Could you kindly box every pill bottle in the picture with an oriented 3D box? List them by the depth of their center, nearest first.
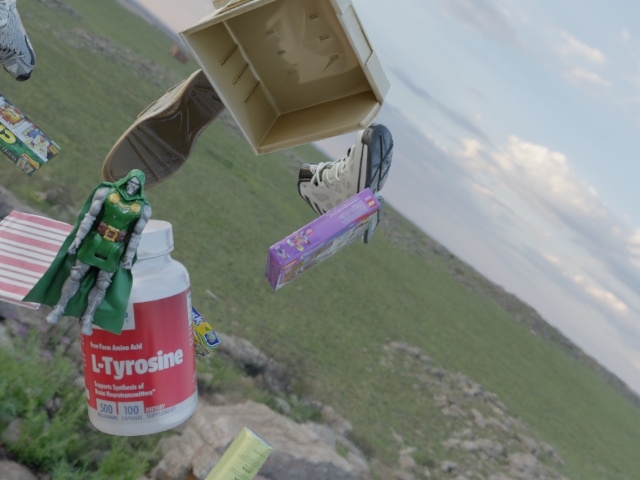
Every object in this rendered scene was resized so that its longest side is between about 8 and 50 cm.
[{"bbox_3d":[-0.380,0.171,1.410,0.228,0.408,0.229,-2,12,0],"label":"pill bottle"}]

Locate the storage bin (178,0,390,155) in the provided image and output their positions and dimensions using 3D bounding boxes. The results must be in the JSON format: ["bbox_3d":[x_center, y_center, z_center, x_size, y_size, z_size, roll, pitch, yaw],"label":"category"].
[{"bbox_3d":[-0.052,-0.307,1.168,0.262,0.260,0.123,58,40,-32],"label":"storage bin"}]

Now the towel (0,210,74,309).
[{"bbox_3d":[-0.482,0.030,1.112,0.144,0.029,0.197,15,40,2],"label":"towel"}]

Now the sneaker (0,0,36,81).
[{"bbox_3d":[-0.526,-0.313,1.124,0.229,0.086,0.132,-93,167,-53],"label":"sneaker"}]

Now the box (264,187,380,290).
[{"bbox_3d":[0.000,0.000,1.679,0.057,0.293,0.201,54,-19,12],"label":"box"}]

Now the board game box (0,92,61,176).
[{"bbox_3d":[-0.712,-0.265,1.516,0.260,0.030,0.136,45,27,-18],"label":"board game box"}]

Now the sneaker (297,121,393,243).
[{"bbox_3d":[0.046,-0.176,1.886,0.257,0.169,0.448,23,-32,14],"label":"sneaker"}]

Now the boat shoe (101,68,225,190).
[{"bbox_3d":[-0.314,-0.216,1.374,0.110,0.341,0.122,0,-47,51],"label":"boat shoe"}]

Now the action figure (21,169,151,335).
[{"bbox_3d":[-0.286,0.010,0.897,0.137,0.232,0.063,22,12,-23],"label":"action figure"}]

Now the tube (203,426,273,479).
[{"bbox_3d":[-0.168,0.416,1.091,0.070,0.240,0.062,34,-11,16],"label":"tube"}]

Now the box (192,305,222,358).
[{"bbox_3d":[-0.333,0.219,1.751,0.169,0.059,0.054,50,47,-5],"label":"box"}]
